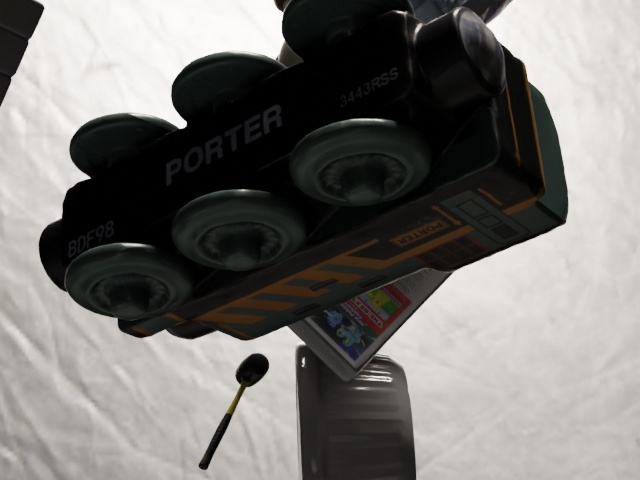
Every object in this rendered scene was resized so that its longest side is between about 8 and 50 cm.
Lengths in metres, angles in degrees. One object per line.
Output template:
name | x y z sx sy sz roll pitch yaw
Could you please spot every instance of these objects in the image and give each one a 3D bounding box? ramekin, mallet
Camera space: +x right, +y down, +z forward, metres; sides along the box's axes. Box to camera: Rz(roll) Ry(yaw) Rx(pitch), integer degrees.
ramekin | 0.038 0.250 1.584 0.127 0.273 0.273 -3 38 -2
mallet | -0.132 0.249 1.973 0.039 0.062 0.190 31 66 -6

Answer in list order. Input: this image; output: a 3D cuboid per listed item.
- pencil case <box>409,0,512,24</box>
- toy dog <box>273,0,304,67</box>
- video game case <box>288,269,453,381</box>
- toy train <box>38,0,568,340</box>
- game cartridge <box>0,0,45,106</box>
pencil case | 0.135 -0.255 1.368 0.124 0.113 0.273 -4 27 39
toy dog | 0.035 -0.253 1.813 0.284 0.395 0.408 -16 42 15
video game case | 0.000 0.000 1.158 0.201 0.023 0.183 44 44 5
toy train | -0.012 -0.027 0.829 0.190 0.334 0.142 30 44 -44
game cartridge | -0.435 -0.182 1.151 0.355 0.230 0.068 24 -2 -31
